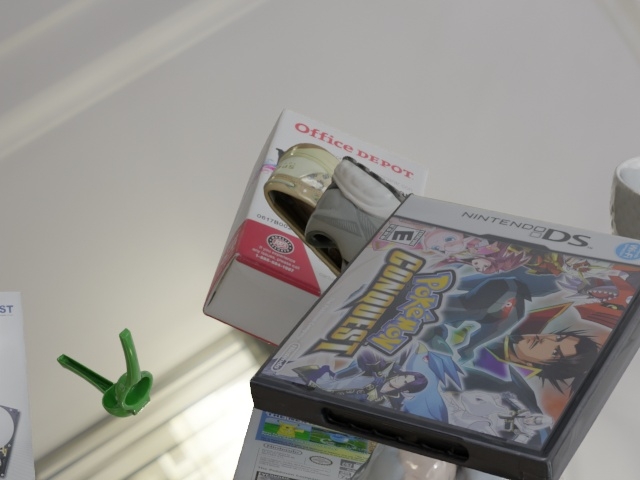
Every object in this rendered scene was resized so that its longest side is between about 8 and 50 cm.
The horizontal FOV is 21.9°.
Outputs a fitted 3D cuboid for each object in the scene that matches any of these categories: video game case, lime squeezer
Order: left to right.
[{"bbox_3d":[-0.255,0.172,2.110,0.110,0.059,0.310,66,-24,0],"label":"lime squeezer"},{"bbox_3d":[0.072,0.264,1.865,0.300,0.329,0.036,-76,178,-71],"label":"video game case"},{"bbox_3d":[0.119,0.067,1.295,0.248,0.275,0.035,13,-51,27],"label":"video game case"}]

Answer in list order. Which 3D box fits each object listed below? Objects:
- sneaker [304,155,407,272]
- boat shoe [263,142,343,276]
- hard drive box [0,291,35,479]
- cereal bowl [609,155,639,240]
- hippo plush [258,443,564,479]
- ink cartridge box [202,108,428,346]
[{"bbox_3d":[0.090,0.022,1.653,0.271,0.108,0.100,37,0,40],"label":"sneaker"},{"bbox_3d":[0.045,0.017,1.886,0.285,0.089,0.104,43,-49,-8],"label":"boat shoe"},{"bbox_3d":[-0.435,0.181,1.909,0.089,0.181,0.232,-26,-112,60],"label":"hard drive box"},{"bbox_3d":[0.462,0.016,1.700,0.339,0.339,0.141,-142,-125,-62],"label":"cereal bowl"},{"bbox_3d":[0.096,0.321,1.553,0.234,0.294,0.236,95,-10,-64],"label":"hippo plush"},{"bbox_3d":[0.000,0.000,2.130,0.226,0.306,0.131,23,-46,-7],"label":"ink cartridge box"}]
